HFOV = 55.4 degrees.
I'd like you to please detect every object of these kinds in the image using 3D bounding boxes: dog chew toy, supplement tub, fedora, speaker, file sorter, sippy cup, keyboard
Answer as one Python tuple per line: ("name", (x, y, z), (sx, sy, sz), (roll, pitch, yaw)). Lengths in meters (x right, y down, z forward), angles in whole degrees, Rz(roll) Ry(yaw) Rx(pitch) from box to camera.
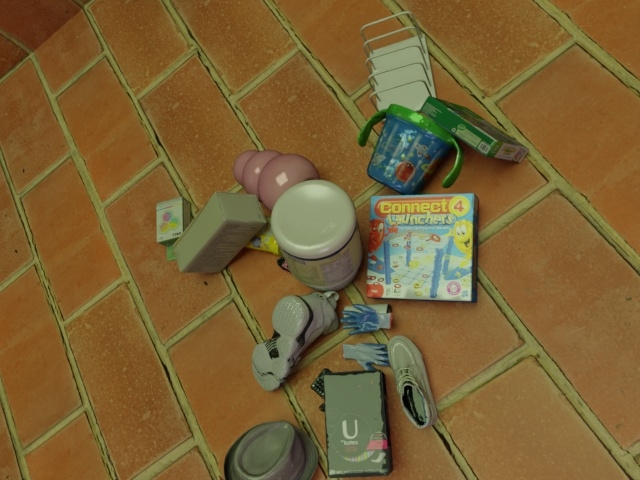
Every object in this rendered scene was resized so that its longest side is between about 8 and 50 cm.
("dog chew toy", (-0.158, -0.204, 1.996), (0.332, 0.207, 0.206), (26, 85, 37))
("supplement tub", (0.000, 0.000, 1.755), (0.236, 0.324, 0.235), (-4, 64, 7))
("fedora", (-0.140, 0.588, 1.677), (0.276, 0.124, 0.244), (-32, 52, -30))
("speaker", (0.138, 0.217, 1.798), (0.136, 0.055, 0.055), (-6, 71, 22))
("file sorter", (0.244, -0.558, 1.947), (0.193, 0.173, 0.277), (-13, 68, 19))
("sippy cup", (0.257, -0.257, 1.824), (0.224, 0.240, 0.305), (-61, 23, 7))
("keyboard", (0.047, 0.465, 1.774), (0.180, 0.023, 0.108), (35, 89, 29))

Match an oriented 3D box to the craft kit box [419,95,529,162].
("craft kit box", (0.443, -0.315, 1.740), (0.250, 0.247, 0.060), (43, 114, 28))

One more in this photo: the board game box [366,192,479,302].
("board game box", (0.293, 0.022, 1.755), (0.309, 0.086, 0.301), (-1, 82, 23))

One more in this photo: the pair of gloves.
("pair of gloves", (0.133, 0.284, 1.762), (0.160, 0.023, 0.198), (2, 93, 22))

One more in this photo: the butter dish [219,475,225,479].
("butter dish", (-0.191, 0.707, 1.741), (0.160, 0.160, 0.118), (32, 64, 29))

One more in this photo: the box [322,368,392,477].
("box", (0.102, 0.494, 1.651), (0.166, 0.143, 0.270), (-6, 72, 8))

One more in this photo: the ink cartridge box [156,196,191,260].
("ink cartridge box", (-0.521, -0.041, 2.166), (0.109, 0.062, 0.209), (-13, 69, 18))

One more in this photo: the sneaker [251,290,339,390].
("sneaker", (-0.065, 0.295, 1.821), (0.137, 0.210, 0.365), (43, 127, 29))

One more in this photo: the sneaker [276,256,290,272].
("sneaker", (-0.097, 0.083, 1.944), (0.119, 0.057, 0.047), (26, 86, 29))

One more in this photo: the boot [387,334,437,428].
("boot", (0.245, 0.376, 1.640), (0.095, 0.123, 0.258), (-25, 74, 10))

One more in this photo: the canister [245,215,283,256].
("canister", (-0.183, -0.023, 2.008), (0.170, 0.073, 0.126), (11, 79, 28))

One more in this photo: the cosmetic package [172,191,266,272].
("cosmetic package", (-0.329, -0.019, 1.950), (0.309, 0.160, 0.113), (-44, 58, 37))
